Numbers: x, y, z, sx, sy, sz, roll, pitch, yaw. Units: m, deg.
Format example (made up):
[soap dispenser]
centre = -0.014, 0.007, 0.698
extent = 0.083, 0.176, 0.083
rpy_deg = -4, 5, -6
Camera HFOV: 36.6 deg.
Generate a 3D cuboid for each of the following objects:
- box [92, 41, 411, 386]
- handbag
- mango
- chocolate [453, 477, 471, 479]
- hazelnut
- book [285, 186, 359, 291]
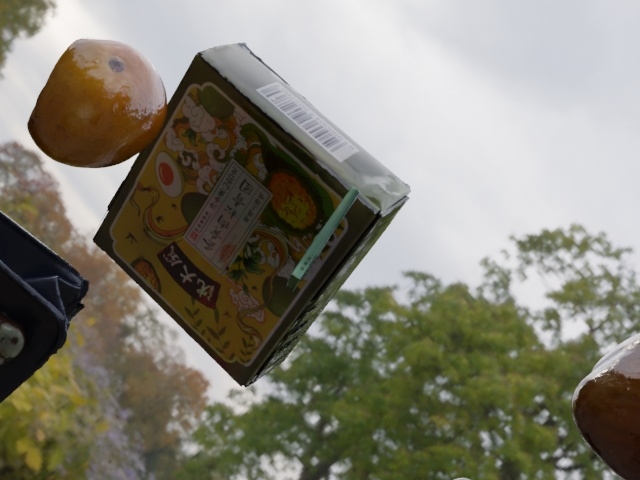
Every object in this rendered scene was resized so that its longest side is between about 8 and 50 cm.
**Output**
[box]
centre = -0.121, -0.037, 1.540
extent = 0.373, 0.138, 0.420
rpy_deg = 42, -61, 10
[handbag]
centre = -0.497, 0.076, 1.173
extent = 0.329, 0.303, 0.122
rpy_deg = 44, 18, -22
[mango]
centre = -0.224, -0.126, 0.995
extent = 0.102, 0.141, 0.217
rpy_deg = 40, -16, -1
[chocolate]
centre = 0.183, 0.310, 1.118
extent = 0.101, 0.031, 0.065
rpy_deg = 45, 32, -54
[hazelnut]
centre = 0.355, 0.157, 0.933
extent = 0.210, 0.210, 0.186
rpy_deg = 46, -55, 25
[book]
centre = 0.000, 0.000, 1.222
extent = 0.017, 0.135, 0.103
rpy_deg = 34, -13, 1
